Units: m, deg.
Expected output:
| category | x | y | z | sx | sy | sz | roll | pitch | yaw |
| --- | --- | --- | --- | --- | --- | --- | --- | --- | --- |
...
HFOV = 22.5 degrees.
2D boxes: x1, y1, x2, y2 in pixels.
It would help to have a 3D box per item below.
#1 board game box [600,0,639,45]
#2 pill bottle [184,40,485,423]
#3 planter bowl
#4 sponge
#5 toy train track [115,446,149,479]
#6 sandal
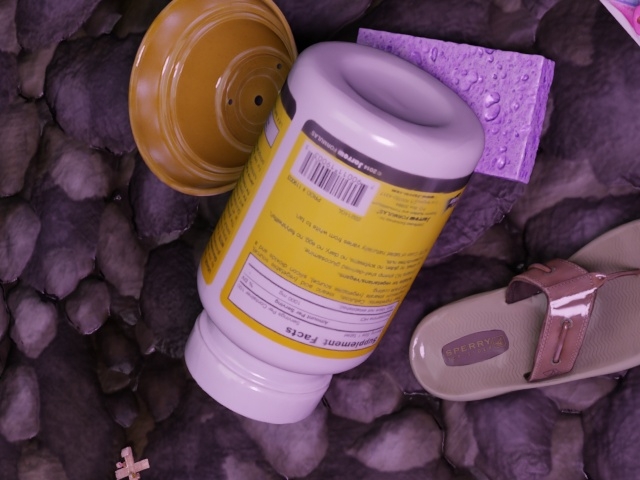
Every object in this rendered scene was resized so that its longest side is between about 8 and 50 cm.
| category | x | y | z | sx | sy | sz | roll | pitch | yaw |
| --- | --- | --- | --- | --- | --- | --- | --- | --- | --- |
| board game box | 0.331 | -0.401 | 1.398 | 0.390 | 0.050 | 0.390 | -46 | 62 | 22 |
| pill bottle | 0.000 | 0.000 | 1.488 | 0.188 | 0.188 | 0.334 | 45 | 122 | 30 |
| planter bowl | -0.085 | -0.148 | 1.636 | 0.217 | 0.090 | 0.217 | -5 | 82 | 35 |
| sponge | 0.115 | -0.131 | 1.531 | 0.210 | 0.031 | 0.117 | 14 | 93 | 35 |
| toy train track | -0.201 | 0.262 | 1.721 | 0.048 | 0.014 | 0.083 | -25 | 72 | 30 |
| sandal | 0.199 | 0.073 | 1.418 | 0.302 | 0.086 | 0.120 | -26 | 71 | 30 |
